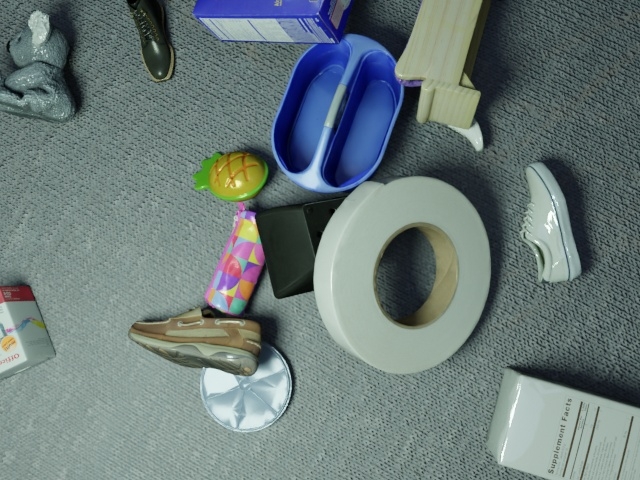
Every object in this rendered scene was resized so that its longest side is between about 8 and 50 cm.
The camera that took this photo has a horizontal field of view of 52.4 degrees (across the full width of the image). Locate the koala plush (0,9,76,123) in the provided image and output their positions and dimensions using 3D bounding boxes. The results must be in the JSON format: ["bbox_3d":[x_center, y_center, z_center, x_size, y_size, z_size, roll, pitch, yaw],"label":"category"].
[{"bbox_3d":[-0.633,-0.392,1.463,0.203,0.196,0.221,13,85,-4],"label":"koala plush"}]

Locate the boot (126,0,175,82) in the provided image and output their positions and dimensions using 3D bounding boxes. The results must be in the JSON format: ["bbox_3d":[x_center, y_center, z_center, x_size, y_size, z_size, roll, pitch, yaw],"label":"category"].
[{"bbox_3d":[-0.392,-0.468,1.460,0.076,0.137,0.198,-15,84,5],"label":"boot"}]

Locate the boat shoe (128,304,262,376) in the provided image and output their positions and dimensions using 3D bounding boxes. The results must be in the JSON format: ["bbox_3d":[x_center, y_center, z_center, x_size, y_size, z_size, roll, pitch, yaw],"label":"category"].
[{"bbox_3d":[-0.260,0.203,1.382,0.324,0.123,0.117,6,63,23],"label":"boat shoe"}]

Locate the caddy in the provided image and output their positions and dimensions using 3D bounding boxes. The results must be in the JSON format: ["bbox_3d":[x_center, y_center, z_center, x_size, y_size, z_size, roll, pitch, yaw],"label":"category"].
[{"bbox_3d":[0.039,-0.260,1.373,0.241,0.179,0.342,19,87,8],"label":"caddy"}]

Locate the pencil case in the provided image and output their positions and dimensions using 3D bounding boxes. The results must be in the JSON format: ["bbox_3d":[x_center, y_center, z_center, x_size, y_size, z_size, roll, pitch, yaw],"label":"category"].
[{"bbox_3d":[-0.174,0.043,1.407,0.104,0.104,0.237,18,86,8],"label":"pencil case"}]

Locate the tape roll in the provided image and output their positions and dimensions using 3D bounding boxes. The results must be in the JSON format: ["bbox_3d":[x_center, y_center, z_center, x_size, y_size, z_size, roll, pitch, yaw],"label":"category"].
[{"bbox_3d":[0.170,0.064,1.272,0.391,0.072,0.392,-4,98,-29],"label":"tape roll"}]

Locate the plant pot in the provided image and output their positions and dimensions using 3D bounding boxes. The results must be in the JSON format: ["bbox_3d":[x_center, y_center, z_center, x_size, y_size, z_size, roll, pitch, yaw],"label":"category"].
[{"bbox_3d":[0.000,0.000,1.321,0.188,0.167,0.188,-11,82,-29],"label":"plant pot"}]

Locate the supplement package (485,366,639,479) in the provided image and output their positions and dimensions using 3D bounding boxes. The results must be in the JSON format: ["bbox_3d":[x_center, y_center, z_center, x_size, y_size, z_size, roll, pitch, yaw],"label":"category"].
[{"bbox_3d":[0.494,0.375,1.262,0.292,0.177,0.175,15,87,8],"label":"supplement package"}]

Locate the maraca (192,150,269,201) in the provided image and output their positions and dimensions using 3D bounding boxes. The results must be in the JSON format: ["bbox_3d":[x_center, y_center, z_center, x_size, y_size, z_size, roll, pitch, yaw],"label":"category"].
[{"bbox_3d":[-0.198,-0.144,1.430,0.185,0.099,0.127,12,59,28],"label":"maraca"}]

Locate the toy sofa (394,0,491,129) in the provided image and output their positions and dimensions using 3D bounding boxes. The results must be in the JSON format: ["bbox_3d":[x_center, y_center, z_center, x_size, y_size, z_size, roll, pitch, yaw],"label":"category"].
[{"bbox_3d":[0.277,-0.431,1.352,0.177,0.150,0.363,15,77,8],"label":"toy sofa"}]

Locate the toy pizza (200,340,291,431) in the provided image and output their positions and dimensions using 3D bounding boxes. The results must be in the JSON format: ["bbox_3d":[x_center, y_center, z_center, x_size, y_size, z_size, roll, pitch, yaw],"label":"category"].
[{"bbox_3d":[-0.161,0.312,1.412,0.201,0.032,0.201,0,85,5],"label":"toy pizza"}]

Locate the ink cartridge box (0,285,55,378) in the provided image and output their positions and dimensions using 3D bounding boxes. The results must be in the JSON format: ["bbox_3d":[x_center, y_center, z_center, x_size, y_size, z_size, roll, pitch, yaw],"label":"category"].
[{"bbox_3d":[-0.696,0.206,1.431,0.128,0.127,0.176,-25,83,3],"label":"ink cartridge box"}]

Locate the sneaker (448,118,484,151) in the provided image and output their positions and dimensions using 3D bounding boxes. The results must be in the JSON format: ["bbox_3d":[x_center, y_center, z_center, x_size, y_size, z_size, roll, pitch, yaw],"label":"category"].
[{"bbox_3d":[0.307,-0.254,1.411,0.061,0.053,0.152,-26,75,8],"label":"sneaker"}]

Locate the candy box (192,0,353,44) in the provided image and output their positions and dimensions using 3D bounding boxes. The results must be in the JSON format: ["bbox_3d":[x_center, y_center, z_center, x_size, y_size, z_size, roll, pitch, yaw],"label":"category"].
[{"bbox_3d":[-0.080,-0.560,1.376,0.317,0.122,0.268,11,77,28],"label":"candy box"}]

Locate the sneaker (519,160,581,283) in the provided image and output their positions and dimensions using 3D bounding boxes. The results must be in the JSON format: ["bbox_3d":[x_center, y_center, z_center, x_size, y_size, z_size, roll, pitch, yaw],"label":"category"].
[{"bbox_3d":[0.461,-0.035,1.347,0.091,0.094,0.258,-15,84,0],"label":"sneaker"}]
